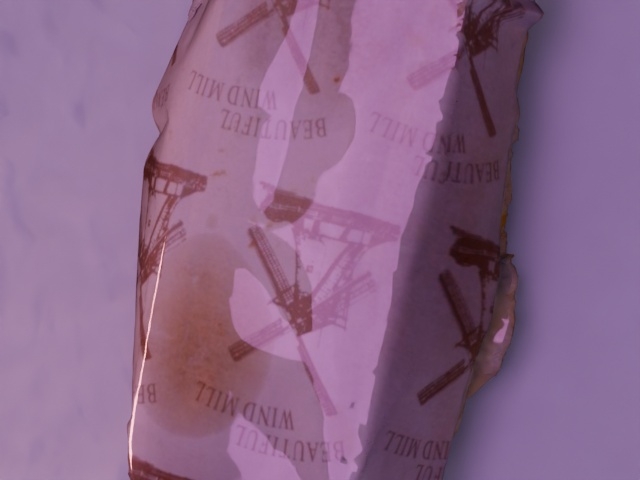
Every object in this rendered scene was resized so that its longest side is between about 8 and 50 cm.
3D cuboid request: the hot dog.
[{"bbox_3d":[0.000,0.000,0.455,0.099,0.053,0.192,9,91,25],"label":"hot dog"}]
